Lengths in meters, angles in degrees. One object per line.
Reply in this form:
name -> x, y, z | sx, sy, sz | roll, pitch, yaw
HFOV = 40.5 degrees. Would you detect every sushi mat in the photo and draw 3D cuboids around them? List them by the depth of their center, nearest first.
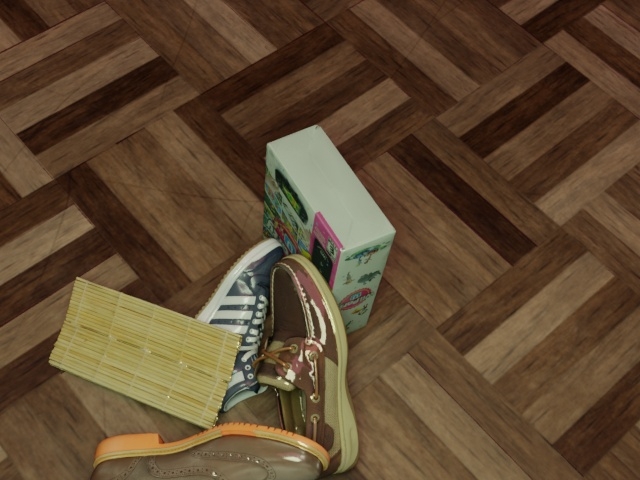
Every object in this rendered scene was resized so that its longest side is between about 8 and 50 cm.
sushi mat -> -0.278, 0.174, 1.363 | 0.317, 0.019, 0.151 | 17, 84, 19

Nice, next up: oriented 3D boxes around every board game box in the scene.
board game box -> 0.000, 0.000, 1.392 | 0.098, 0.303, 0.224 | -24, 62, -19

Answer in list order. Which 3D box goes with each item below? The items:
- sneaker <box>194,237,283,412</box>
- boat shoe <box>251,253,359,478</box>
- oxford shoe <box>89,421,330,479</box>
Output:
sneaker -> -0.114, 0.142, 1.390 | 0.153, 0.099, 0.282 | 36, 84, 18
boat shoe -> -0.037, 0.193, 1.304 | 0.123, 0.123, 0.342 | -10, 90, -36
oxford shoe -> -0.161, 0.347, 1.225 | 0.364, 0.130, 0.132 | -11, 45, 19
